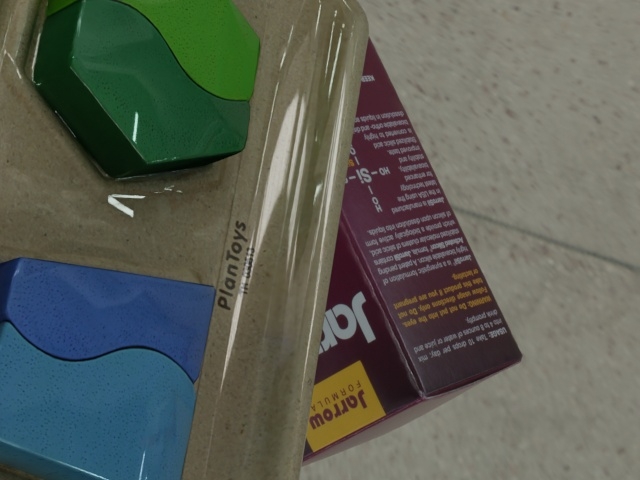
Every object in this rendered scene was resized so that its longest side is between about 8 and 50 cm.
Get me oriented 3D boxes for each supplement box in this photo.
[{"bbox_3d":[0.000,0.000,0.778,0.104,0.081,0.188,-33,77,40],"label":"supplement box"}]

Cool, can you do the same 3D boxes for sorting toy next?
[{"bbox_3d":[-0.081,-0.068,0.433,0.229,0.041,0.307,24,62,-31],"label":"sorting toy"}]
